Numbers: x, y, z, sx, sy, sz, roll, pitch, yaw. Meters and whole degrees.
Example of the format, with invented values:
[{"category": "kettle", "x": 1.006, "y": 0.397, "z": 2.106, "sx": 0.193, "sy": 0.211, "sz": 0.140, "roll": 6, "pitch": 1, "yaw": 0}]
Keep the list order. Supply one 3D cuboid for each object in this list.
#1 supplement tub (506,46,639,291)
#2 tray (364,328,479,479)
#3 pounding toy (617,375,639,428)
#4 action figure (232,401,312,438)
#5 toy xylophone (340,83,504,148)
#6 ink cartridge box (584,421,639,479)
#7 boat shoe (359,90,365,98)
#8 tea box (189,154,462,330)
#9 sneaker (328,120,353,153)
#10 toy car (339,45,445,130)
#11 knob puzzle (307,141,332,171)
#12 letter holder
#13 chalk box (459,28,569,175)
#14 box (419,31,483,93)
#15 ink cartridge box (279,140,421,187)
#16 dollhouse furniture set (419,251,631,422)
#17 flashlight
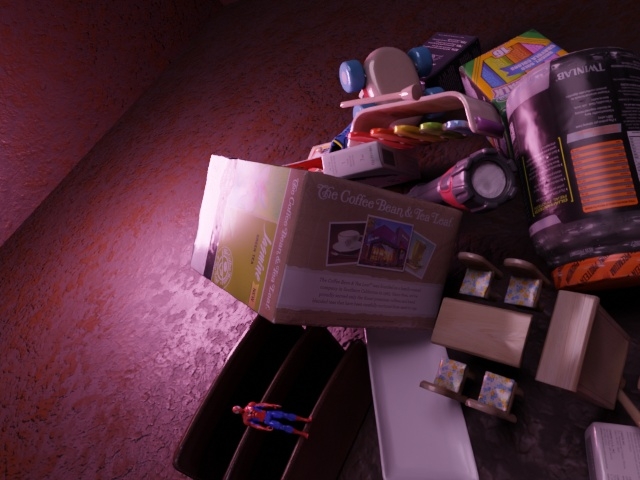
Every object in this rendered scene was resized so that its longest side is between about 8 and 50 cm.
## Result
[{"category": "supplement tub", "x": 0.417, "y": -0.098, "z": 0.760, "sx": 0.207, "sy": 0.207, "sz": 0.337, "roll": -11, "pitch": 75, "yaw": 26}, {"category": "tray", "x": 0.146, "y": 0.248, "z": 0.772, "sx": 0.145, "sy": 0.030, "sz": 0.270, "roll": 9, "pitch": 43, "yaw": -12}, {"category": "pounding toy", "x": 0.455, "y": 0.181, "z": 0.616, "sx": 0.181, "sy": 0.094, "sz": 0.206, "roll": -53, "pitch": 7, "yaw": -28}, {"category": "action figure", "x": -0.070, "y": 0.255, "z": 0.709, "sx": 0.115, "sy": 0.030, "sz": 0.038, "roll": 10, "pitch": 67, "yaw": 6}, {"category": "toy xylophone", "x": 0.179, "y": -0.233, "z": 0.980, "sx": 0.323, "sy": 0.236, "sz": 0.081, "roll": 3, "pitch": 94, "yaw": 54}, {"category": "ink cartridge box", "x": 0.433, "y": 0.313, "z": 0.553, "sx": 0.225, "sy": 0.056, "sz": 0.181, "roll": 4, "pitch": 50, "yaw": 13}, {"category": "boat shoe", "x": 0.220, "y": -0.469, "z": 1.464, "sx": 0.233, "sy": 0.084, "sz": 0.079, "roll": -41, "pitch": 78, "yaw": -19}, {"category": "tea box", "x": 0.000, "y": 0.000, "z": 0.857, "sx": 0.324, "sy": 0.329, "sz": 0.219, "roll": 18, "pitch": 97, "yaw": 54}, {"category": "sneaker", "x": 0.073, "y": -0.259, "z": 1.302, "sx": 0.069, "sy": 0.082, "sz": 0.209, "roll": 15, "pitch": 61, "yaw": 26}, {"category": "toy car", "x": 0.158, "y": -0.343, "z": 1.255, "sx": 0.219, "sy": 0.238, "sz": 0.210, "roll": -16, "pitch": 82, "yaw": -14}, {"category": "knob puzzle", "x": 0.026, "y": -0.218, "z": 1.363, "sx": 0.213, "sy": 0.030, "sz": 0.213, "roll": -18, "pitch": 42, "yaw": 18}, {"category": "letter holder", "x": -0.056, "y": 0.270, "z": 0.785, "sx": 0.152, "sy": 0.214, "sz": 0.301, "roll": 7, "pitch": 54, "yaw": 39}, {"category": "chalk box", "x": 0.440, "y": -0.273, "z": 1.021, "sx": 0.179, "sy": 0.180, "sz": 0.289, "roll": -26, "pitch": 41, "yaw": 10}, {"category": "box", "x": 0.316, "y": -0.457, "z": 1.342, "sx": 0.207, "sy": 0.108, "sz": 0.153, "roll": -42, "pitch": 41, "yaw": -8}, {"category": "ink cartridge box", "x": 0.070, "y": -0.150, "z": 1.102, "sx": 0.239, "sy": 0.275, "sz": 0.060, "roll": -11, "pitch": 87, "yaw": 27}, {"category": "dollhouse furniture set", "x": 0.251, "y": 0.127, "z": 0.663, "sx": 0.242, "sy": 0.161, "sz": 0.212, "roll": 8, "pitch": 73, "yaw": 46}, {"category": "flashlight", "x": 0.246, "y": -0.085, "z": 0.919, "sx": 0.103, "sy": 0.103, "sz": 0.304, "roll": -33, "pitch": -1, "yaw": -9}]
